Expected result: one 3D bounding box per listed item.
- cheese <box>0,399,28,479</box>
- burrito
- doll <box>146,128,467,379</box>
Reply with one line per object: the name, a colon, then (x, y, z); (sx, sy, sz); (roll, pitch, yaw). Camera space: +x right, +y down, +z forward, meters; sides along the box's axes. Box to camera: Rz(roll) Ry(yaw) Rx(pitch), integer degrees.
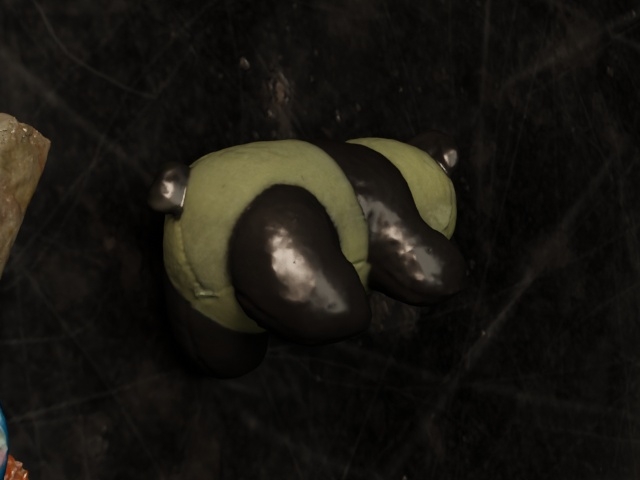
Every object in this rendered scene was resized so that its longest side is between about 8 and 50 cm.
cheese: (-0.273, 0.088, 0.901); (0.329, 0.129, 0.217); (34, 58, -36)
burrito: (-0.194, 0.000, 1.062); (0.051, 0.042, 0.171); (34, 57, -24)
doll: (0.000, 0.000, 1.193); (0.234, 0.143, 0.135); (-12, 84, -46)
